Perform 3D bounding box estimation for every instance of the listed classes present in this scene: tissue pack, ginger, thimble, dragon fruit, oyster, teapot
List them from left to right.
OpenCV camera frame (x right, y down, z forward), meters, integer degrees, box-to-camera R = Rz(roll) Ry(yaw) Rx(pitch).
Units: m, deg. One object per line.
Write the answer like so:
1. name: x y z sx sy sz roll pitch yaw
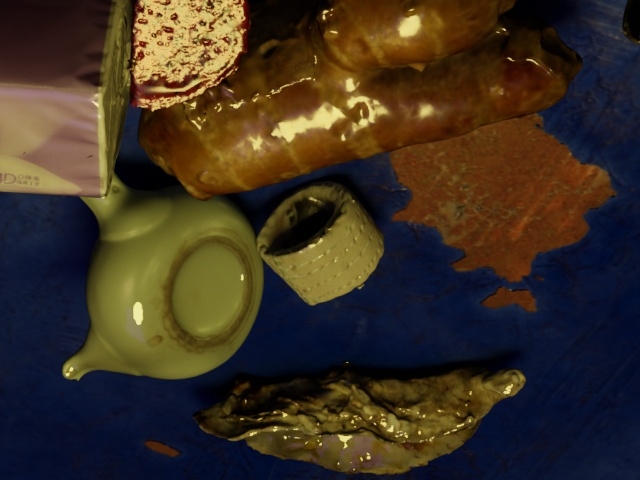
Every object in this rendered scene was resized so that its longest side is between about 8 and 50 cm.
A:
1. tissue pack: -0.336 -0.174 1.702 0.338 0.242 0.160 3 137 0
2. teapot: -0.177 -0.009 1.973 0.149 0.220 0.318 11 115 45
3. dragon fruit: -0.115 -0.198 1.659 0.106 0.083 0.162 2 114 -5
4. thimble: 0.000 0.000 1.987 0.115 0.102 0.090 -47 132 -7
5. ginger: 0.010 -0.182 1.725 0.418 0.176 0.254 -14 130 16
6. oyster: 0.054 0.214 2.260 0.396 0.111 0.204 -5 157 9

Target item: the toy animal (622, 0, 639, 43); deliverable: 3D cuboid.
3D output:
1. toy animal: 0.286 -0.263 1.605 0.272 0.197 0.160 28 131 -20
